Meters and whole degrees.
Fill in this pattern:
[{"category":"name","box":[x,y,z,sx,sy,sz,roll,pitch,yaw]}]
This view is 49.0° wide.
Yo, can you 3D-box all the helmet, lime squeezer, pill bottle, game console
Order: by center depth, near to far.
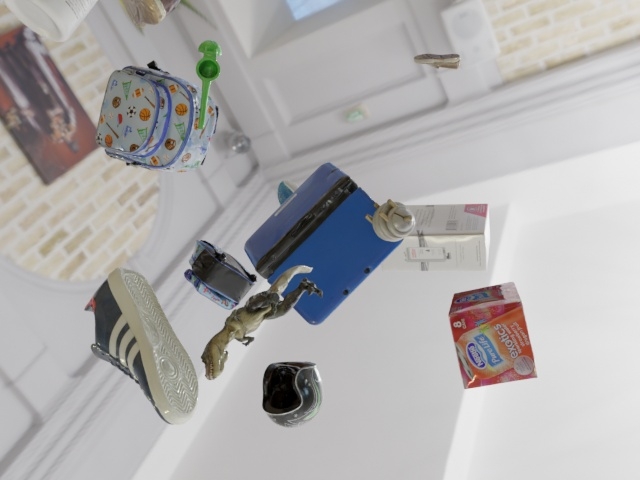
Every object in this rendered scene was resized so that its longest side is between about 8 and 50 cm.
[{"category":"pill bottle","box":[-0.433,-0.472,1.217,0.131,0.131,0.229,4,-121,52]},{"category":"game console","box":[0.000,0.000,1.589,0.293,0.173,0.250,-45,-155,1]},{"category":"lime squeezer","box":[-0.274,-0.404,1.661,0.110,0.059,0.310,-48,-146,39]},{"category":"helmet","box":[-0.071,0.404,1.833,0.169,0.162,0.169,0,178,0]}]

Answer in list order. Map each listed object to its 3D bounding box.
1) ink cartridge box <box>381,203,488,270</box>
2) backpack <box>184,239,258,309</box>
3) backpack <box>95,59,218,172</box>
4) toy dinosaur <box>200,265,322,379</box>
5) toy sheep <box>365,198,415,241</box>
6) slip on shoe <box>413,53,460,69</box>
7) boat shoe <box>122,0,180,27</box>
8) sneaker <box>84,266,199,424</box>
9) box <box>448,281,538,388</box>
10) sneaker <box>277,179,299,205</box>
[{"category":"ink cartridge box","box":[0.313,-0.011,1.913,0.283,0.117,0.207,-1,-154,17]},{"category":"backpack","box":[-0.271,0.078,1.791,0.117,0.158,0.173,-53,-139,-1]},{"category":"backpack","box":[-0.388,-0.286,1.682,0.263,0.277,0.213,17,-169,22]},{"category":"toy dinosaur","box":[-0.070,0.090,1.008,0.268,0.064,0.118,-41,-171,-39]},{"category":"toy sheep","box":[0.148,-0.040,1.435,0.091,0.091,0.132,-36,-169,-17]},{"category":"slip on shoe","box":[0.343,-0.524,2.067,0.135,0.041,0.051,-1,-145,5]},{"category":"boat shoe","box":[-0.410,-0.577,1.688,0.092,0.103,0.285,-31,-151,-17]},{"category":"sneaker","box":[-0.361,0.226,1.375,0.148,0.131,0.350,-39,-121,14]},{"category":"box","box":[0.297,0.158,1.223,0.122,0.128,0.257,-12,-179,13]},{"category":"sneaker","box":[-0.014,-0.075,1.798,0.092,0.228,0.087,-50,-176,-35]}]
